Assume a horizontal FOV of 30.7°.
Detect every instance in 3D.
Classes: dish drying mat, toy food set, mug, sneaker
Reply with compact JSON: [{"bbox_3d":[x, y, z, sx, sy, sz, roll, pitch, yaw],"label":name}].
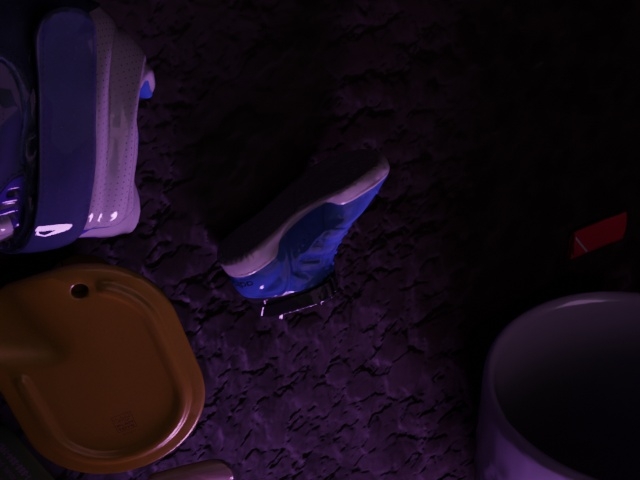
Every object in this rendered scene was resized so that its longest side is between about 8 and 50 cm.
[{"bbox_3d":[0.282,-0.005,1.180,0.083,0.008,0.032,-18,121,-34],"label":"dish drying mat"},{"bbox_3d":[-0.151,0.091,0.818,0.128,0.071,0.218,-19,124,-5],"label":"toy food set"},{"bbox_3d":[0.303,0.235,1.168,0.374,0.276,0.328,-56,151,-50],"label":"mug"},{"bbox_3d":[-0.212,-0.001,0.664,0.236,0.130,0.322,23,90,-41],"label":"sneaker"},{"bbox_3d":[-0.001,0.000,0.899,0.152,0.058,0.084,-38,126,-15],"label":"sneaker"}]

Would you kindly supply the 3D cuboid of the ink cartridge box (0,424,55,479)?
[{"bbox_3d":[-0.283,0.291,0.696,0.353,0.207,0.119,-32,128,-24],"label":"ink cartridge box"}]
